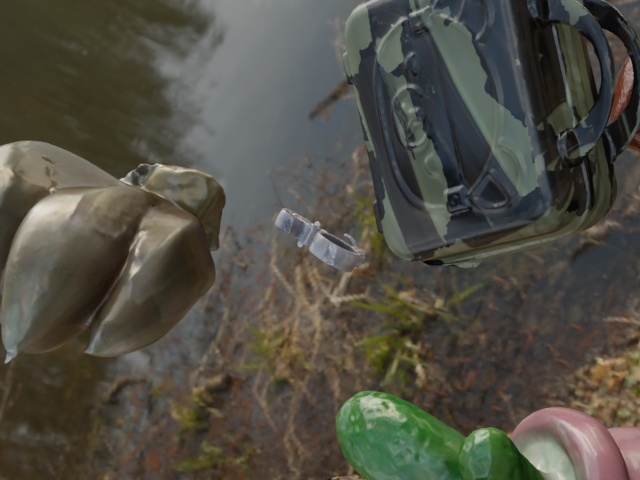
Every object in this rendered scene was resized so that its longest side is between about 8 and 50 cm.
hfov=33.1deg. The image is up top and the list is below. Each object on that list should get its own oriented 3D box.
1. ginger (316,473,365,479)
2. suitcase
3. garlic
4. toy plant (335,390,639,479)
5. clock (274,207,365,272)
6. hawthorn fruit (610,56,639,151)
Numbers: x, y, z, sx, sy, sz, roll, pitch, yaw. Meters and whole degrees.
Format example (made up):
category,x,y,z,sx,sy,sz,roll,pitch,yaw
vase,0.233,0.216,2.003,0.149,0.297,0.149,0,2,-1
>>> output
category,x,y,z,sx,sy,sz,roll,pitch,yaw
ginger,0.042,0.535,1.935,0.176,0.418,0.254,-111,17,-55
suitcase,0.213,-0.157,1.251,0.339,0.194,0.352,-16,84,42
garlic,-0.247,-0.006,1.103,0.325,0.279,0.132,-34,-36,-60
toy plant,0.201,0.276,0.992,0.317,0.356,0.211,-99,31,-45
clock,0.000,0.000,1.418,0.129,0.087,0.041,33,101,27
hawthorn fruit,0.422,-0.166,1.329,0.133,0.132,0.138,-123,45,-56
